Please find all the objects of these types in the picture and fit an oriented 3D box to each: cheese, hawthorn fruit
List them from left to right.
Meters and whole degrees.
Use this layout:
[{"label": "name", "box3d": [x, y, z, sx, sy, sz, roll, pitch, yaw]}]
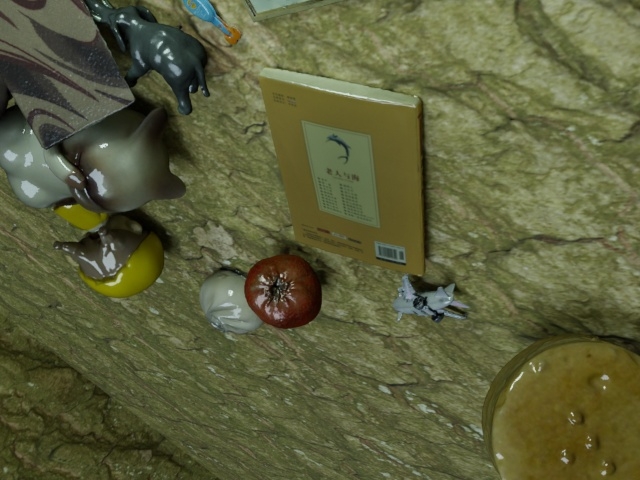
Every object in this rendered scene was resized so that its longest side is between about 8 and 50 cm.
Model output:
[{"label": "cheese", "box3d": [-0.166, -0.337, 1.118, 0.111, 0.017, 0.047, 41, 151, -15]}, {"label": "hawthorn fruit", "box3d": [-0.079, 0.121, 1.593, 0.165, 0.165, 0.285, 30, 166, 3]}]

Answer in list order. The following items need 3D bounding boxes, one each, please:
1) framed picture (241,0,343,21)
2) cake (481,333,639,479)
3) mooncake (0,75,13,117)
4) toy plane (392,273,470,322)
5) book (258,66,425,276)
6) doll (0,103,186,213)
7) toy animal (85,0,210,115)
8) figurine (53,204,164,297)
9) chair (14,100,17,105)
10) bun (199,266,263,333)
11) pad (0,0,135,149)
[{"label": "framed picture", "box3d": [-0.049, -0.365, 0.986, 0.201, 0.010, 0.136, 1, 137, 39]}, {"label": "cake", "box3d": [0.440, 0.320, 1.296, 0.332, 0.332, 0.321, 26, 179, 9]}, {"label": "mooncake", "box3d": [-0.649, -0.281, 1.358, 0.154, 0.306, 0.306, 38, 149, -26]}, {"label": "toy plane", "box3d": [0.194, 0.117, 1.407, 0.162, 0.066, 0.171, 34, 146, -25]}, {"label": "book", "box3d": [0.046, -0.100, 1.237, 0.269, 0.032, 0.389, 17, 143, 22]}, {"label": "doll", "box3d": [-0.462, -0.160, 1.432, 0.370, 0.226, 0.215, 13, 124, 32]}, {"label": "toy animal", "box3d": [-0.286, -0.311, 1.202, 0.269, 0.082, 0.137, 34, 147, 7]}, {"label": "figurine", "box3d": [-0.513, -0.019, 1.732, 0.215, 0.187, 0.344, -16, 120, 36]}, {"label": "chair", "box3d": [-0.713, -0.227, 1.638, 0.174, 0.149, 0.213, 21, 151, 15]}, {"label": "bun", "box3d": [-0.211, 0.157, 1.760, 0.172, 0.120, 0.173, 24, 150, 15]}, {"label": "pad", "box3d": [-0.460, -0.331, 1.211, 0.220, 0.004, 0.330, -22, 104, 25]}]
